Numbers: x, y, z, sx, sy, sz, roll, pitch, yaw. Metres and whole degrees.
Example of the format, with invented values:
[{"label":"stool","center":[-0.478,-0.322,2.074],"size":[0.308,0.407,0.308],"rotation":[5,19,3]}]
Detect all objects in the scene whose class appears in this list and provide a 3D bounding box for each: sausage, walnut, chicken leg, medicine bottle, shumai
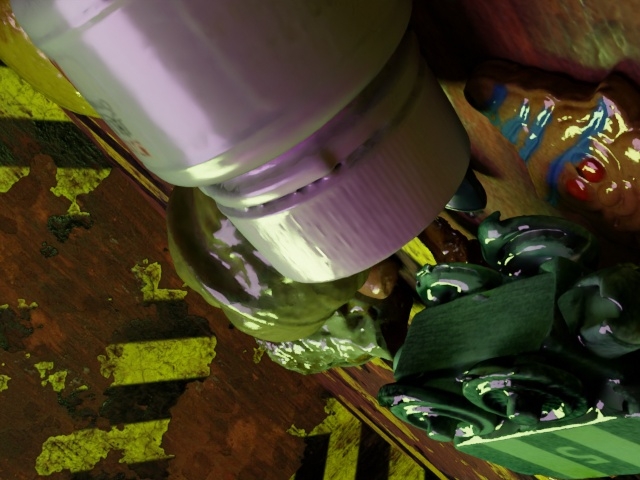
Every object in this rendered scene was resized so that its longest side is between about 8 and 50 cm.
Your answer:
[{"label":"sausage","center":[0.000,0.002,1.274],"size":[0.327,0.079,0.087],"rotation":[33,133,34]},{"label":"walnut","center":[-0.060,-0.015,1.002],"size":[0.277,0.253,0.282],"rotation":[42,167,8]},{"label":"chicken leg","center":[0.149,0.017,0.871],"size":[0.304,0.093,0.113],"rotation":[44,179,17]},{"label":"medicine bottle","center":[-0.043,-0.138,0.582],"size":[0.302,0.241,0.241],"rotation":[50,166,-28]},{"label":"shumai","center":[0.013,0.118,1.300],"size":[0.272,0.221,0.203],"rotation":[0,174,-6]}]

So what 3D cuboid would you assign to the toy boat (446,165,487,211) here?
[{"label":"toy boat","center":[0.106,-0.071,0.765],"size":[0.141,0.055,0.060],"rotation":[37,158,26]}]

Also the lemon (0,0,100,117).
[{"label":"lemon","center":[-0.208,-0.244,0.749],"size":[0.267,0.267,0.267],"rotation":[41,167,11]}]

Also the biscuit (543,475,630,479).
[{"label":"biscuit","center":[0.344,0.334,1.165],"size":[0.302,0.049,0.197],"rotation":[23,170,-21]}]

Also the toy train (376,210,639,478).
[{"label":"toy train","center":[0.196,0.103,0.663],"size":[0.238,0.166,0.299],"rotation":[24,154,-15]}]

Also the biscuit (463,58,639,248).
[{"label":"biscuit","center":[0.216,-0.046,0.566],"size":[0.280,0.043,0.183],"rotation":[42,171,21]}]
